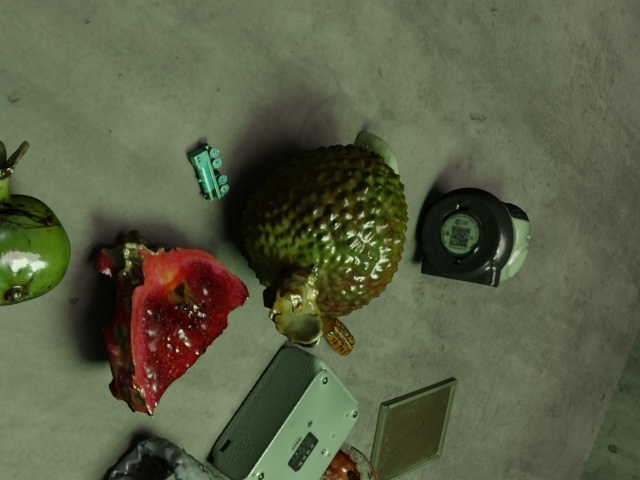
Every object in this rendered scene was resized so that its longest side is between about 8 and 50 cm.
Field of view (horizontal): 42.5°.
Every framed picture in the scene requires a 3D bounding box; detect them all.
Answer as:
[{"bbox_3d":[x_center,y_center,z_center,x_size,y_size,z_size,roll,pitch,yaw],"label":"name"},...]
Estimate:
[{"bbox_3d":[0.214,0.442,1.900,0.289,0.016,0.213,-7,111,-48],"label":"framed picture"}]

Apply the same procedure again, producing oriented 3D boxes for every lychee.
[{"bbox_3d":[0.006,-0.007,1.271,0.320,0.270,0.270,-32,129,-27],"label":"lychee"}]

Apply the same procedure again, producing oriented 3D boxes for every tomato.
[{"bbox_3d":[0.020,0.497,1.599,0.214,0.180,0.155,-56,158,-6],"label":"tomato"}]

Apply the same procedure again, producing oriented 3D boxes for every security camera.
[{"bbox_3d":[0.347,-0.003,1.739,0.277,0.197,0.191,9,90,-57],"label":"security camera"}]

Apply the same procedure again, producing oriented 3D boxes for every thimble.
[{"bbox_3d":[-0.232,0.379,1.239,0.127,0.151,0.118,-46,137,-10],"label":"thimble"}]

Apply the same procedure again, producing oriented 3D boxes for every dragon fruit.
[{"bbox_3d":[-0.238,0.085,1.143,0.262,0.134,0.212,-47,126,-49],"label":"dragon fruit"}]

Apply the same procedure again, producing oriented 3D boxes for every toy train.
[{"bbox_3d":[-0.164,-0.099,1.215,0.045,0.029,0.092,-33,130,-27],"label":"toy train"}]

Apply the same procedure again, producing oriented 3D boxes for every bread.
[{"bbox_3d":[0.087,-0.089,1.446,0.036,0.112,0.193,6,101,-46],"label":"bread"}]

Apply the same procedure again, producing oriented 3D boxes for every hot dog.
[{"bbox_3d":[0.035,0.181,1.561,0.049,0.037,0.122,-60,142,-18],"label":"hot dog"}]

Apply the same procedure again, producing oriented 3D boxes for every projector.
[{"bbox_3d":[-0.053,0.345,1.471,0.250,0.108,0.198,-55,140,-19],"label":"projector"}]

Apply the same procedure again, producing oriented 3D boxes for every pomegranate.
[{"bbox_3d":[-0.366,-0.018,0.934,0.152,0.131,0.191,-7,103,-45],"label":"pomegranate"}]

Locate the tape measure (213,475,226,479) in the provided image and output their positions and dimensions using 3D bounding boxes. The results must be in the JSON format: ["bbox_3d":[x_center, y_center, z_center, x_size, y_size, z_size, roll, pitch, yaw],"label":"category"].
[{"bbox_3d":[-0.212,0.534,1.354,0.258,0.130,0.265,-42,139,-27],"label":"tape measure"}]

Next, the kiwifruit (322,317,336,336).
[{"bbox_3d":[-0.016,0.126,1.451,0.075,0.075,0.124,-58,136,-15],"label":"kiwifruit"}]
